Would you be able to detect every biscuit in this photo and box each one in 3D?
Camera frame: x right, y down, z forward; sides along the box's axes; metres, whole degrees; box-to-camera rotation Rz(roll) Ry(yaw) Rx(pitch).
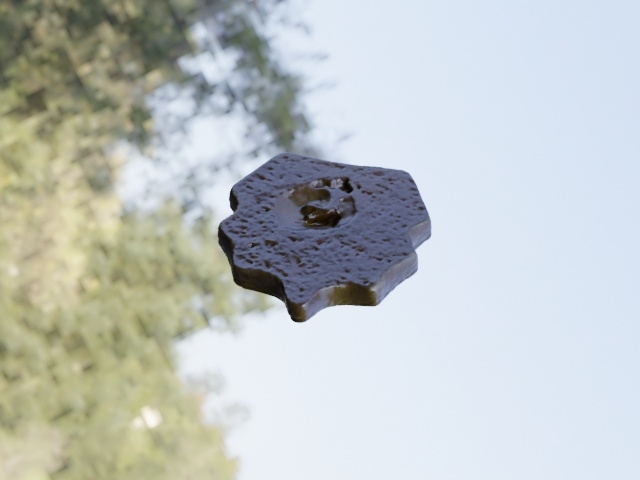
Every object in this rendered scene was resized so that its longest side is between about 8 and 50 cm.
[{"bbox_3d":[0.000,0.002,1.666,0.215,0.182,0.034,-71,166,-51],"label":"biscuit"}]
